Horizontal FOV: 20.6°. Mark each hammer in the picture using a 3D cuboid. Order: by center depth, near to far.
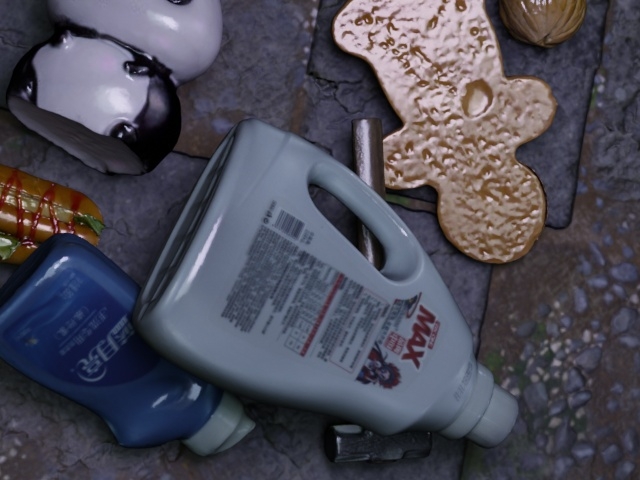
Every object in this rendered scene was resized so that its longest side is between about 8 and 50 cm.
[{"bbox_3d":[0.054,0.053,1.864,0.111,0.043,0.365,-2,88,-19],"label":"hammer"}]

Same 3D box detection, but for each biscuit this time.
[{"bbox_3d":[0.144,-0.135,1.910,0.216,0.047,0.340,-27,98,0],"label":"biscuit"}]

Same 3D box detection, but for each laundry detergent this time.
[{"bbox_3d":[0.034,0.076,1.771,0.398,0.125,0.264,31,69,-17],"label":"laundry detergent"},{"bbox_3d":[-0.195,0.126,1.781,0.290,0.094,0.143,40,93,-17],"label":"laundry detergent"}]

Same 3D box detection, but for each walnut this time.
[{"bbox_3d":[0.241,-0.272,1.937,0.105,0.105,0.124,-5,66,-12],"label":"walnut"}]

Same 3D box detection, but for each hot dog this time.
[{"bbox_3d":[-0.347,-0.033,1.799,0.250,0.076,0.104,20,80,-11],"label":"hot dog"}]

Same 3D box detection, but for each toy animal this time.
[{"bbox_3d":[-0.202,-0.198,1.800,0.187,0.165,0.235,23,81,9],"label":"toy animal"}]
